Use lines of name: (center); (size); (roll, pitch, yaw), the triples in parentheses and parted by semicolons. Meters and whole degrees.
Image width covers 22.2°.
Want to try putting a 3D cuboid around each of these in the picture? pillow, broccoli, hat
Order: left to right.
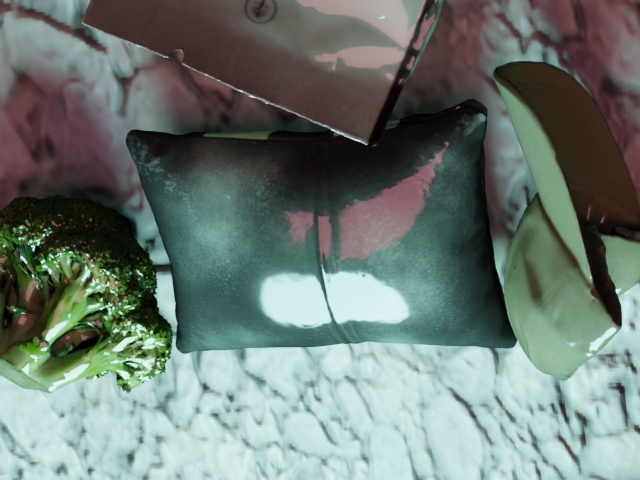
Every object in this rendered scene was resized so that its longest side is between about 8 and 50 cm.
broccoli: (-0.172, 0.040, 1.136); (0.162, 0.138, 0.146); (36, 157, -9)
pillow: (0.000, 0.000, 1.094); (0.250, 0.106, 0.186); (-4, 120, 15)
hat: (0.138, -0.013, 1.046); (0.173, 0.166, 0.144); (46, 117, 5)

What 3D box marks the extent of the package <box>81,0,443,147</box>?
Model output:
package: (-0.007, -0.208, 1.001); (0.204, 0.062, 0.251); (23, 91, 1)
